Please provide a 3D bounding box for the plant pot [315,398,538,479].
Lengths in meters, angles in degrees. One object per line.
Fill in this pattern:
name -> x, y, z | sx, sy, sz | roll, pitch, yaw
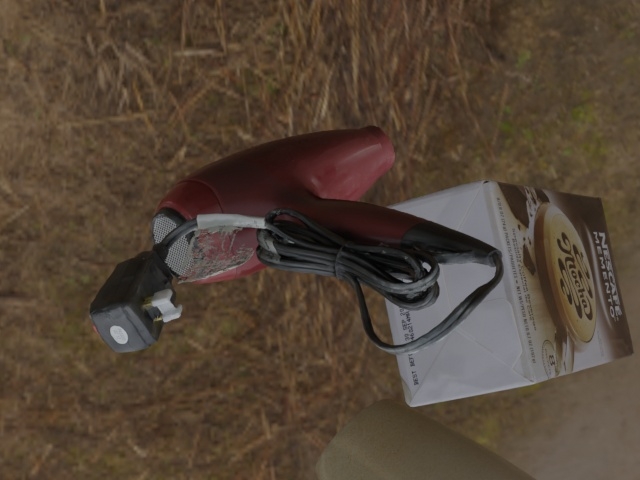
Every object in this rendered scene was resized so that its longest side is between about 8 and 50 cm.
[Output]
plant pot -> 0.131, 0.320, 1.298 | 0.256, 0.274, 0.256 | -36, 154, -21

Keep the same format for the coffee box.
coffee box -> 0.175, 0.045, 1.027 | 0.119, 0.168, 0.297 | -15, 172, 29

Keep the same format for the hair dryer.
hair dryer -> 0.000, 0.000, 0.712 | 0.224, 0.293, 0.080 | 1, 118, 8
